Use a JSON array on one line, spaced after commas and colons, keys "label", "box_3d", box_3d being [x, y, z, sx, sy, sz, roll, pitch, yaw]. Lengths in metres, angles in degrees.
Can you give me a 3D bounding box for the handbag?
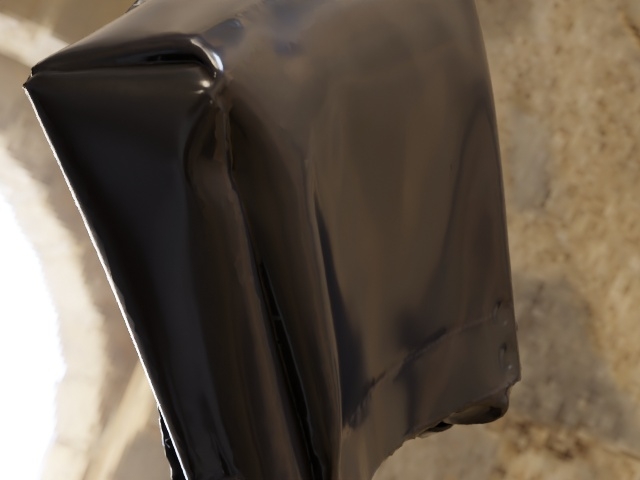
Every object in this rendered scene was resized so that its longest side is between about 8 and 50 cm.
[{"label": "handbag", "box_3d": [0.000, 0.000, 0.806, 0.113, 0.257, 0.285, -10, -167, 28]}]
